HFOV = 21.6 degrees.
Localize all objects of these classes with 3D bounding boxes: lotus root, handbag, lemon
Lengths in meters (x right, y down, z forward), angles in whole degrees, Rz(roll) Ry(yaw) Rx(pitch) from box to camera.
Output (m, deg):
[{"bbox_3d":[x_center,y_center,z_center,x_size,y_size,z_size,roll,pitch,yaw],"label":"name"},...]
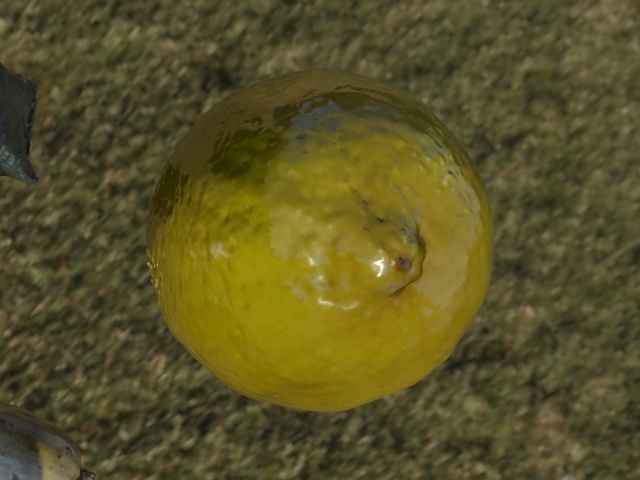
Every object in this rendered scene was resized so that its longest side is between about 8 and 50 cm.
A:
[{"bbox_3d":[-0.228,0.149,1.188,0.151,0.063,0.072,19,59,-22],"label":"lotus root"},{"bbox_3d":[-0.330,-0.101,1.317,0.270,0.175,0.089,45,43,-72],"label":"handbag"},{"bbox_3d":[-0.001,0.000,1.110,0.235,0.263,0.236,5,62,-10],"label":"lemon"}]
